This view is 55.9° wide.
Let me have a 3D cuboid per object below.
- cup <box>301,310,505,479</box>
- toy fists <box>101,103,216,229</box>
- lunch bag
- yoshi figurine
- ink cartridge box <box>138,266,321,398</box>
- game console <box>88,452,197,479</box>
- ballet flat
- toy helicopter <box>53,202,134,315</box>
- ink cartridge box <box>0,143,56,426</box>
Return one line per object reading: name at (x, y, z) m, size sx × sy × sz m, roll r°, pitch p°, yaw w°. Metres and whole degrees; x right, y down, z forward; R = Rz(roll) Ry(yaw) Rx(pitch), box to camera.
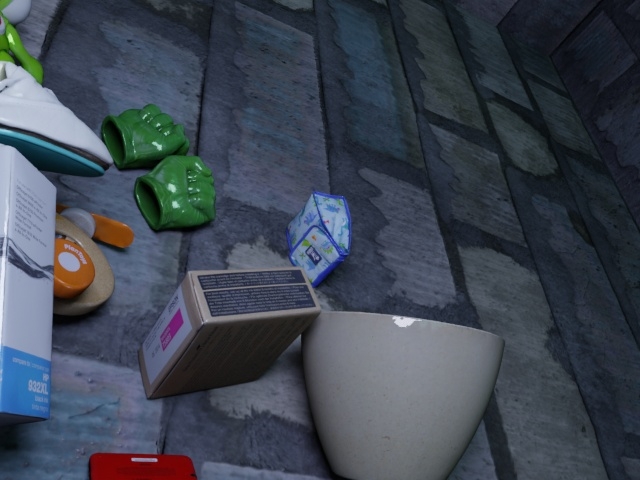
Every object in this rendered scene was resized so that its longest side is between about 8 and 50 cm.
cup at (0.118, 0.260, 0.965) m, size 0.331 × 0.331 × 0.236 m, roll 15°, pitch 73°, yaw -26°
toy fists at (-0.293, -0.145, 1.143) m, size 0.142 × 0.096 × 0.279 m, roll -15°, pitch 63°, yaw -45°
lunch bag at (0.000, 0.000, 1.208) m, size 0.096 × 0.129 × 0.151 m, roll 6°, pitch 53°, yaw -32°
yoshi figurine at (-0.612, -0.361, 1.078) m, size 0.203 × 0.203 × 0.362 m, roll -2°, pitch 62°, yaw 12°
ink cartridge box at (-0.141, 0.137, 0.902) m, size 0.193 × 0.234 × 0.088 m, roll 1°, pitch 54°, yaw -37°
game console at (-0.240, 0.357, 0.803) m, size 0.144 × 0.085 × 0.124 m, roll 13°, pitch 17°, yaw -29°
ballet flat at (-0.430, -0.170, 0.723) m, size 0.400 × 0.139 × 0.139 m, roll 7°, pitch 50°, yaw -48°
toy helicopter at (-0.437, -0.043, 0.907) m, size 0.355 × 0.140 × 0.235 m, roll 52°, pitch 23°, yaw 0°
ink cartridge box at (-0.444, 0.062, 0.700) m, size 0.223 × 0.129 × 0.307 m, roll -7°, pitch 70°, yaw 0°
